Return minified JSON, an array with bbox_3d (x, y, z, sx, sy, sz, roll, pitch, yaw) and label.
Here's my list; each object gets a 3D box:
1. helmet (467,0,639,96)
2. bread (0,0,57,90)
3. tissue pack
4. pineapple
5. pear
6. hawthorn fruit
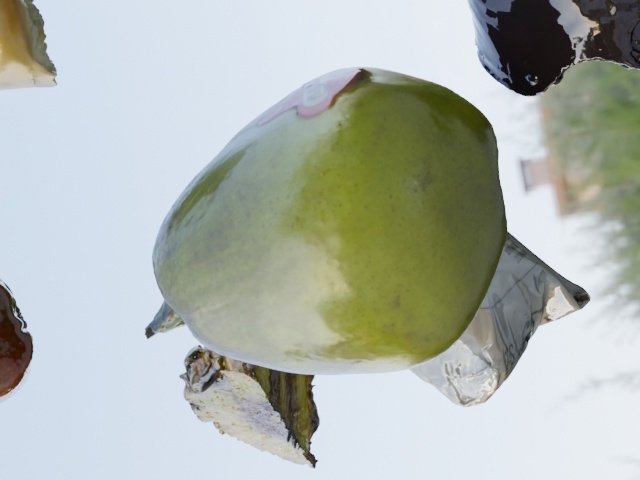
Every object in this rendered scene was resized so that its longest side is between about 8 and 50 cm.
[{"bbox_3d":[0.273,-0.275,1.320,0.225,0.305,0.177,-74,-38,-58],"label":"helmet"},{"bbox_3d":[-0.450,-0.307,1.579,0.211,0.270,0.315,105,151,-56],"label":"bread"},{"bbox_3d":[0.165,0.031,1.944,0.390,0.195,0.375,39,-145,10],"label":"tissue pack"},{"bbox_3d":[-0.097,0.170,1.843,0.334,0.161,0.158,52,-129,-59],"label":"pineapple"},{"bbox_3d":[0.000,0.000,1.300,0.287,0.375,0.287,62,-176,-7],"label":"pear"},{"bbox_3d":[-0.530,0.155,1.914,0.210,0.262,0.210,57,163,29],"label":"hawthorn fruit"}]
